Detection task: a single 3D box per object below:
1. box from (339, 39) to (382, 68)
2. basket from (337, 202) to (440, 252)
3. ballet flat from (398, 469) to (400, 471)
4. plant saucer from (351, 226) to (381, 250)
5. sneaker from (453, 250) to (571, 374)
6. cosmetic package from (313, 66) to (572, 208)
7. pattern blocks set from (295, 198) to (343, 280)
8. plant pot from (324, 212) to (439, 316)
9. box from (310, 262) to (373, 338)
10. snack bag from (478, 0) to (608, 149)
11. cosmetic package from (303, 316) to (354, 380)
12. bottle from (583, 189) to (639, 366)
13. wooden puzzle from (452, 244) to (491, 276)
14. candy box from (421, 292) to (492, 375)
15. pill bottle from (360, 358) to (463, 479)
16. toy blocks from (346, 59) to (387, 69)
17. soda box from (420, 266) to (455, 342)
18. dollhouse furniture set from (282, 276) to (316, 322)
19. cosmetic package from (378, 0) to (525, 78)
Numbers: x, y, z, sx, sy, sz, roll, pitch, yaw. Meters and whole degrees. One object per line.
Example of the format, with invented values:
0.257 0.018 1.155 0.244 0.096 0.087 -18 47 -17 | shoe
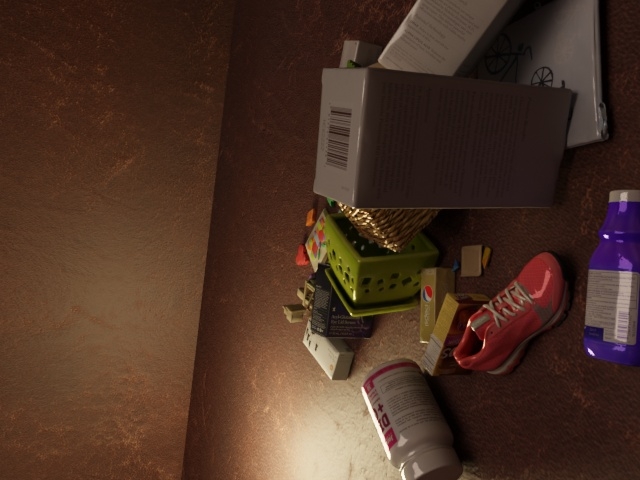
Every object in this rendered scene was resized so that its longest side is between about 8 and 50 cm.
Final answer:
0.121 -0.551 1.904 0.102 0.087 0.101 36 118 60 | box
0.170 -0.163 1.448 0.299 0.223 0.213 -45 30 -8 | basket
0.193 0.504 1.595 0.247 0.083 0.087 -117 27 -50 | ballet flat
0.134 -0.050 1.850 0.195 0.037 0.194 -16 72 61 | plant saucer
0.371 0.155 1.232 0.313 0.136 0.116 -67 33 31 | sneaker
0.227 -0.183 1.147 0.161 0.453 0.230 29 117 60 | cosmetic package
0.000 0.000 2.121 0.285 0.026 0.324 55 133 52 | pattern blocks set
0.139 0.063 1.612 0.228 0.227 0.207 -122 33 -50 | plant pot
0.068 0.173 1.813 0.108 0.153 0.207 12 97 63 | box
0.444 -0.324 1.280 0.342 0.037 0.323 -13 75 63 | snack bag
0.021 0.339 1.983 0.239 0.060 0.098 41 123 58 | cosmetic package
0.504 0.060 1.031 0.118 0.092 0.282 1 86 63 | bottle
0.349 0.047 1.433 0.116 0.014 0.078 8 88 63 | wooden puzzle
0.306 0.209 1.383 0.053 0.109 0.186 50 130 55 | candy box
0.213 0.435 1.470 0.160 0.160 0.283 -65 33 34 | pill bottle
0.166 -0.338 1.712 0.261 0.191 0.381 -5 72 50 | toy blocks
0.280 0.155 1.494 0.058 0.061 0.181 -7 80 63 | soda box
-0.065 0.175 2.042 0.182 0.161 0.101 36 124 54 | dollhouse furniture set
0.306 -0.478 1.257 0.156 0.217 0.385 38 113 9 | cosmetic package
